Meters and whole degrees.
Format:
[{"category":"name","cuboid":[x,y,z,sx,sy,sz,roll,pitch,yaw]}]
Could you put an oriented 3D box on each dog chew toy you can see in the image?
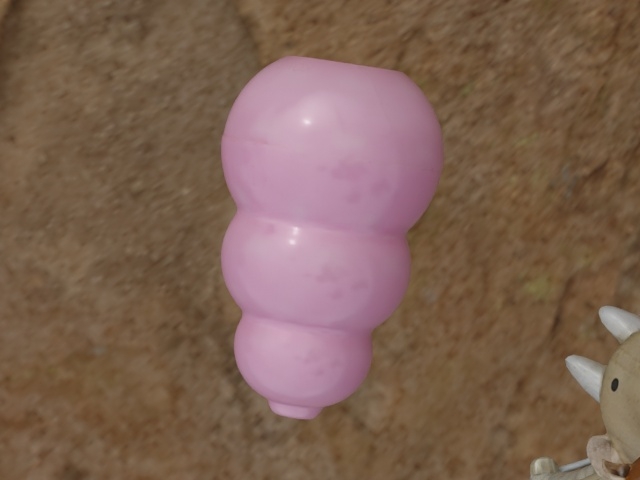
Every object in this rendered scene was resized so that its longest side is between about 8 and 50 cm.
[{"category":"dog chew toy","cuboid":[0.000,0.000,1.719,0.206,0.206,0.332,9,95,17]}]

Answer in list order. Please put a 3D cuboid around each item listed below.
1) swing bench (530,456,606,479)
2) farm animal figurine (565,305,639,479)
[{"category":"swing bench","cuboid":[0.240,0.152,1.117,0.254,0.253,0.165,-40,85,-15]},{"category":"farm animal figurine","cuboid":[0.204,0.076,0.796,0.172,0.330,0.327,37,158,22]}]
